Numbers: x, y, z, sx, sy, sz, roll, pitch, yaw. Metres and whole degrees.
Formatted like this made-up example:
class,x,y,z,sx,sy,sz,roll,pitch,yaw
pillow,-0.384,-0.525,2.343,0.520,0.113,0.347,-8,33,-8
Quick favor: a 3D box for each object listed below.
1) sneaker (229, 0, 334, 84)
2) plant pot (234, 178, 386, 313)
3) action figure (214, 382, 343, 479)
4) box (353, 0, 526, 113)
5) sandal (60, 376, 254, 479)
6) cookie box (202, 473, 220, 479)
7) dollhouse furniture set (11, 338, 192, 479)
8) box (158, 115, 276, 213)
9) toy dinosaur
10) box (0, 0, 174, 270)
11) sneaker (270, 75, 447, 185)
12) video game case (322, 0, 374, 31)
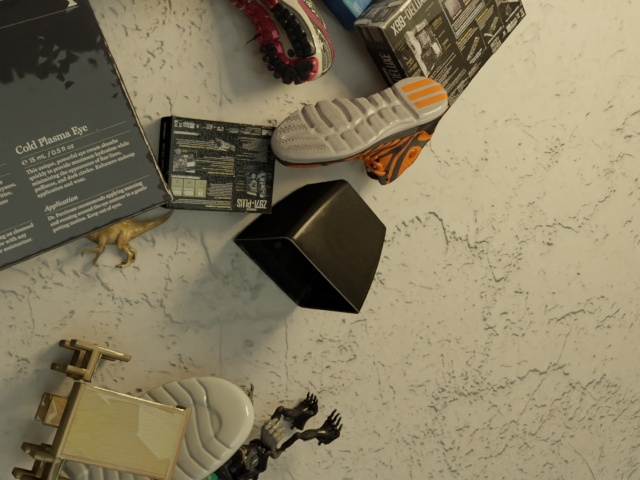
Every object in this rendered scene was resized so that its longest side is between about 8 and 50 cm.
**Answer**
class,x,y,z,sx,sy,sz,roll,pitch,yaw
sneaker,-0.077,-0.399,1.131,0.112,0.121,0.299,-36,105,-55
plant pot,0.000,0.000,1.192,0.187,0.188,0.167,48,64,-24
action figure,-0.108,0.333,1.198,0.275,0.164,0.141,-11,122,-34
box,0.226,-0.400,1.249,0.307,0.076,0.242,-51,133,-11
sandal,-0.294,0.360,1.125,0.416,0.102,0.169,-31,68,-2
cookie box,-0.203,0.428,1.226,0.107,0.040,0.092,8,94,-28
dollhouse furniture set,-0.320,0.272,1.019,0.161,0.242,0.212,24,72,-27
box,-0.170,-0.122,1.135,0.180,0.077,0.147,1,97,-26
toy dinosaur,-0.315,-0.006,1.097,0.183,0.053,0.093,-6,99,-25
box,-0.429,-0.135,0.937,0.343,0.179,0.312,-24,103,-21
sneaker,0.068,-0.155,1.190,0.321,0.124,0.180,-17,150,-15
video game case,0.055,-0.517,1.125,0.269,0.061,0.244,30,83,-57
